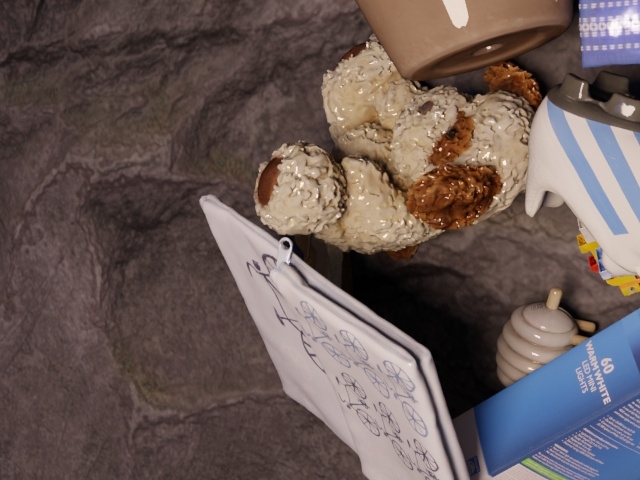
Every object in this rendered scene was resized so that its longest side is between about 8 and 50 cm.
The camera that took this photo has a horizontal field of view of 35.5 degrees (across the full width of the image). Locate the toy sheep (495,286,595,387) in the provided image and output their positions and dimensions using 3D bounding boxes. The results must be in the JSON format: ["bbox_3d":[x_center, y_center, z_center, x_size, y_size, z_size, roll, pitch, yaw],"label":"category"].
[{"bbox_3d":[0.210,0.102,0.942,0.091,0.091,0.132,22,114,28],"label":"toy sheep"}]

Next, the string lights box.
[{"bbox_3d":[0.257,0.155,0.884,0.260,0.133,0.076,-38,39,30],"label":"string lights box"}]

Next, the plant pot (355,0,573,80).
[{"bbox_3d":[0.105,-0.263,0.836,0.263,0.263,0.229,-17,88,33],"label":"plant pot"}]

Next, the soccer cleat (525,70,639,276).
[{"bbox_3d":[0.292,-0.015,0.743,0.331,0.116,0.143,35,125,41],"label":"soccer cleat"}]

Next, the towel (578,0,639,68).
[{"bbox_3d":[0.289,-0.291,0.697,0.243,0.040,0.335,5,110,35],"label":"towel"}]

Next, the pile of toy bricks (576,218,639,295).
[{"bbox_3d":[0.337,0.011,0.850,0.212,0.118,0.105,-22,125,23],"label":"pile of toy bricks"}]

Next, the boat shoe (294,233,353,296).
[{"bbox_3d":[0.000,0.000,1.068,0.059,0.063,0.170,7,102,25],"label":"boat shoe"}]

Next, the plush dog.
[{"bbox_3d":[0.101,-0.066,0.925,0.225,0.262,0.210,-10,126,42],"label":"plush dog"}]

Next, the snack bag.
[{"bbox_3d":[0.015,0.128,0.931,0.342,0.037,0.323,36,156,44],"label":"snack bag"}]
